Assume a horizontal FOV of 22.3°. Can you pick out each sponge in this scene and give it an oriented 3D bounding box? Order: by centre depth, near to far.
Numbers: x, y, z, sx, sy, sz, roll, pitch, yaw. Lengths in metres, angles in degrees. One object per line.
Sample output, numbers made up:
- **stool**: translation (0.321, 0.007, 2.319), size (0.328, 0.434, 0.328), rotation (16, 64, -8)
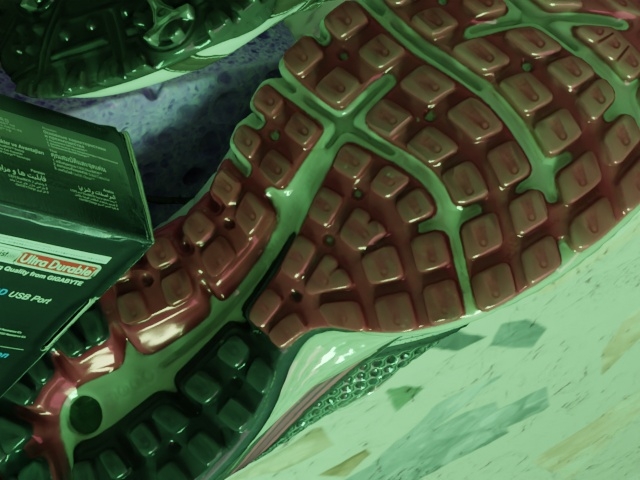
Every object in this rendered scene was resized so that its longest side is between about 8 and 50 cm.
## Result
- **sponge**: translation (-0.114, -0.019, 0.599), size (0.210, 0.031, 0.117), rotation (-15, 152, -29)

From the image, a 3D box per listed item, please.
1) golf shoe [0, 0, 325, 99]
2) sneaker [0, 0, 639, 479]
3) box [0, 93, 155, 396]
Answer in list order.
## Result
- **golf shoe**: translation (-0.008, -0.095, 0.515), size (0.198, 0.077, 0.094), rotation (-31, 157, 4)
- **sneaker**: translation (0.000, 0.000, 0.605), size (0.299, 0.121, 0.112), rotation (-33, 172, 11)
- **box**: translation (-0.188, 0.011, 0.487), size (0.220, 0.051, 0.175), rotation (15, 133, -41)
